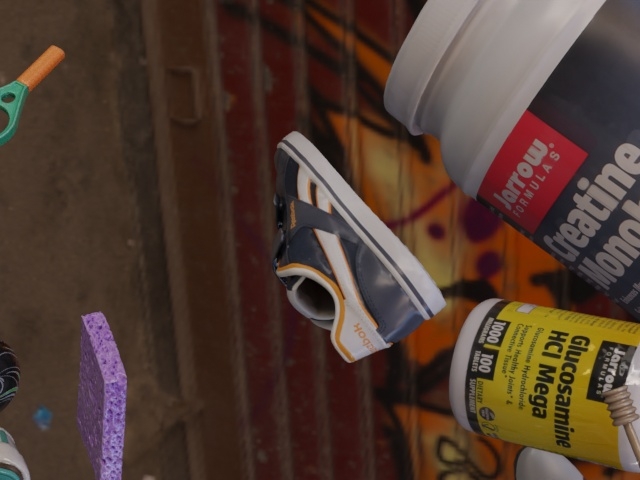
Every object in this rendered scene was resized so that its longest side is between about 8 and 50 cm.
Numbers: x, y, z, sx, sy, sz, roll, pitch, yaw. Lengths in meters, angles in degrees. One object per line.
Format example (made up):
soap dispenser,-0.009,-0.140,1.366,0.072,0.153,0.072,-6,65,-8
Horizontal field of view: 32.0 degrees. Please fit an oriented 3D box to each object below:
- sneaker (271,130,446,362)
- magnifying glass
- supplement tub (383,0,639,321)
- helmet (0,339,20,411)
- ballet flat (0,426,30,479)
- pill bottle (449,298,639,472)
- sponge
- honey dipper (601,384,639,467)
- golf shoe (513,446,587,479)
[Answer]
sneaker,0.000,0.000,1.189,0.127,0.321,0.126,-38,131,1
magnifying glass,-0.478,-0.224,1.732,0.231,0.092,0.026,-54,163,-33
supplement tub,0.193,-0.065,0.652,0.191,0.272,0.191,-50,169,-14
helmet,-0.659,0.264,2.146,0.161,0.169,0.169,5,91,-80
ballet flat,-0.543,0.438,1.653,0.400,0.139,0.139,-57,160,19
pill bottle,0.351,0.190,1.439,0.188,0.334,0.187,-21,115,-55
sponge,-0.273,0.201,1.388,0.031,0.117,0.210,-10,135,-23
honey dipper,0.334,0.231,1.162,0.030,0.030,0.160,6,63,-64
golf shoe,0.361,0.396,1.589,0.120,0.105,0.272,73,-7,-56
